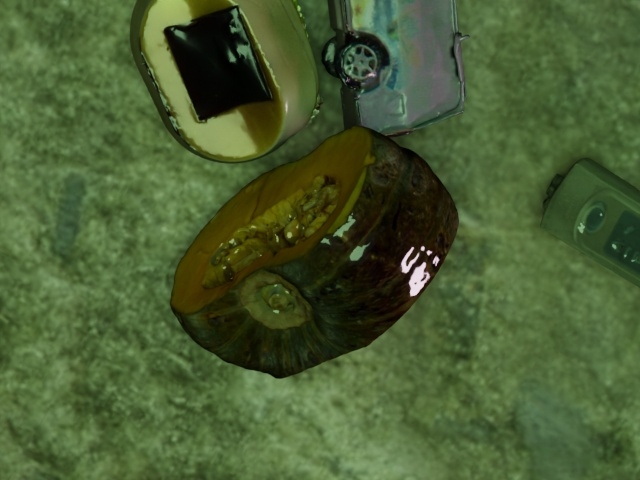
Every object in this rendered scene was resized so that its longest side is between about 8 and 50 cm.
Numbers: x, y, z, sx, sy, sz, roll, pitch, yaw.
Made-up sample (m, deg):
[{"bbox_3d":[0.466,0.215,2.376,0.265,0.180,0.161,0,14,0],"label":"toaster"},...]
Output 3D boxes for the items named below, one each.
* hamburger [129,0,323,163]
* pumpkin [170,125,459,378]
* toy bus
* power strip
[{"bbox_3d":[-0.092,-0.178,1.870,0.173,0.116,0.210,-23,104,14],"label":"hamburger"},{"bbox_3d":[0.000,0.000,1.824,0.139,0.221,0.317,38,142,-17],"label":"pumpkin"},{"bbox_3d":[0.064,-0.257,1.853,0.138,0.112,0.316,-8,102,-7],"label":"toy bus"},{"bbox_3d":[0.342,0.019,1.867,0.286,0.048,0.080,34,116,18],"label":"power strip"}]
